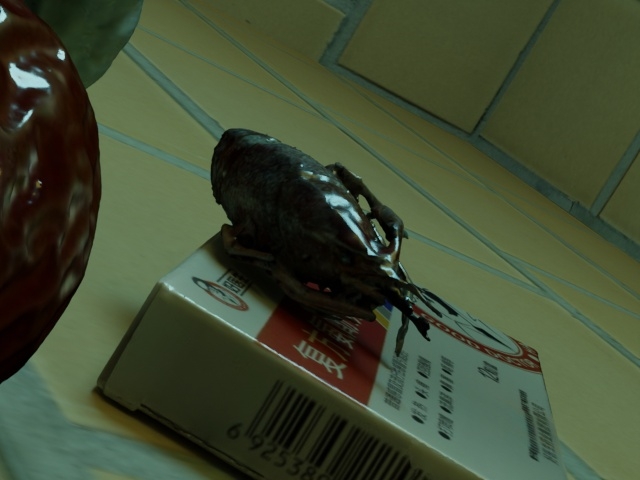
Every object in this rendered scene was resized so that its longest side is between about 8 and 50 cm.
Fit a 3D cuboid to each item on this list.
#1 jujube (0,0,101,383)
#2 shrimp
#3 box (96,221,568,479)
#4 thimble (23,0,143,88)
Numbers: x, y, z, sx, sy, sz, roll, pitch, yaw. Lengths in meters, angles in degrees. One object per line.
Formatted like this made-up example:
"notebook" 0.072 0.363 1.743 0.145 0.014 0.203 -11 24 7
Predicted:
"jujube" -0.156 -0.006 0.410 0.168 0.168 0.236 29 25 -8
"shrimp" 0.000 -0.001 0.695 0.190 0.075 0.073 32 -11 44
"box" 0.023 0.070 0.774 0.214 0.069 0.353 31 8 1
"thimble" -0.221 -0.203 0.885 0.237 0.237 0.150 23 11 -38
